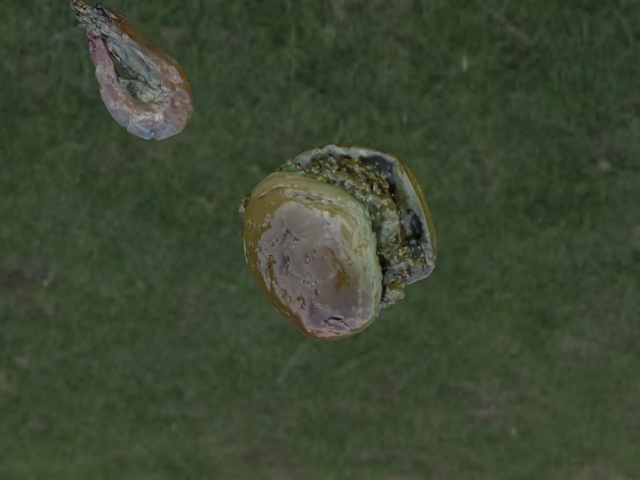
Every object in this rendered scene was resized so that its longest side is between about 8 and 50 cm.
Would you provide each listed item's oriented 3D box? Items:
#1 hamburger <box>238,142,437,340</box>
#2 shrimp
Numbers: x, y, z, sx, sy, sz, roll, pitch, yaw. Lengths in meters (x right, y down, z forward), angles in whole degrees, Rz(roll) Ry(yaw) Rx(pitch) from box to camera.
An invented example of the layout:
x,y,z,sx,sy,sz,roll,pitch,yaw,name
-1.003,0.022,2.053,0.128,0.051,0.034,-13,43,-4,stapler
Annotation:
x,y,z,sx,sy,sz,roll,pitch,yaw,name
0.000,0.000,1.235,0.184,0.131,0.159,2,123,43,hamburger
-0.217,-0.196,1.685,0.190,0.101,0.042,51,157,-6,shrimp
